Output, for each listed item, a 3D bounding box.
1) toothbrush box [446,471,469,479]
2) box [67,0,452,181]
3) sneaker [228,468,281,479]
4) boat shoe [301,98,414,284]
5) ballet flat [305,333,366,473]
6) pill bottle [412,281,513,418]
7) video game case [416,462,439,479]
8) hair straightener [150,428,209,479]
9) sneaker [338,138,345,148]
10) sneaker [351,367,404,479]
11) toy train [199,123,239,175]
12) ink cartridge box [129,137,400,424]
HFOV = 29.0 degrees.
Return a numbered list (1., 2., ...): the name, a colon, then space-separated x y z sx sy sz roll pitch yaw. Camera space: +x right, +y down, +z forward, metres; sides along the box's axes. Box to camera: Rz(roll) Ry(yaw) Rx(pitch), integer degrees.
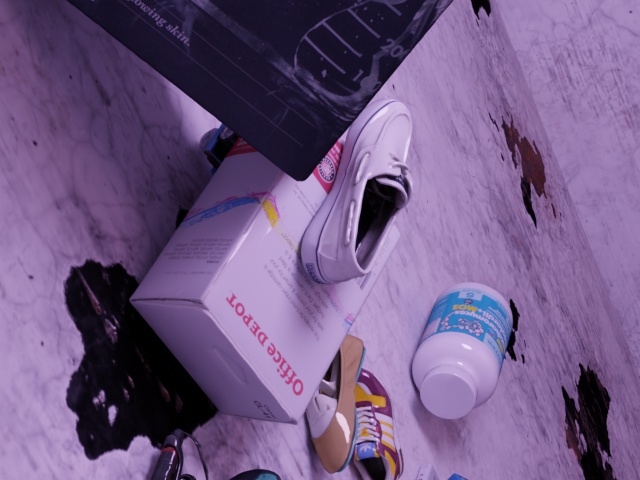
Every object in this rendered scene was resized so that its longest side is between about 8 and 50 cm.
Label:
1. toothbrush box: 0.223 0.494 1.647 0.295 0.216 0.126 44 5 37
2. box: -0.038 -0.412 1.306 0.480 0.472 0.297 38 31 -4
3. sneaker: -0.097 0.362 1.404 0.224 0.083 0.098 -63 152 -51
4. boat shoe: 0.065 -0.064 1.473 0.096 0.088 0.267 54 50 -33
5. ballet flat: 0.011 0.219 1.723 0.073 0.080 0.232 30 39 -18
6. pill bottle: 0.240 0.191 2.108 0.146 0.146 0.264 64 26 -20
7. video game case: 0.186 0.487 1.961 0.201 0.023 0.183 66 25 -19
8. hair straightener: -0.165 0.296 1.323 0.089 0.047 0.230 58 24 -31
9. sneaker: 0.000 0.000 1.732 0.112 0.131 0.319 19 57 -62
10. sneaker: 0.073 0.276 1.795 0.185 0.069 0.084 70 19 -5
11. toy train: -0.087 -0.088 1.637 0.184 0.105 0.080 46 60 -37
12. ink cartridge box: -0.057 0.031 1.492 0.226 0.131 0.306 56 52 -33
